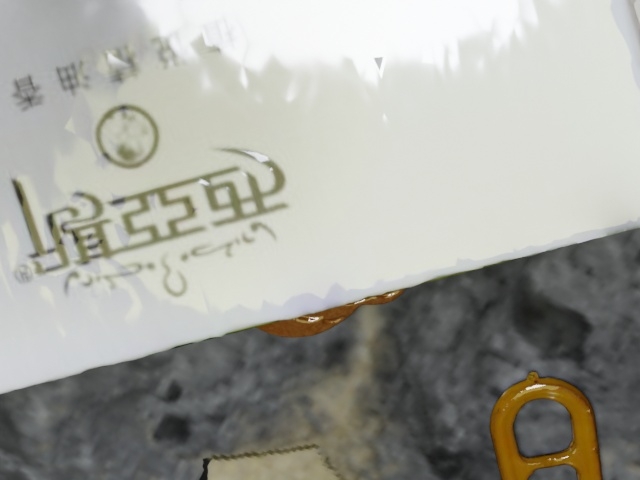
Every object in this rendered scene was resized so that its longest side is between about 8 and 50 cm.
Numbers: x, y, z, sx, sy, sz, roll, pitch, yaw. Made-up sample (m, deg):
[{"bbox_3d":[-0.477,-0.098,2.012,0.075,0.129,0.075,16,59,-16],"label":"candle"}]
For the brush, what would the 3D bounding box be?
[{"bbox_3d":[0.118,0.196,0.623,0.090,0.017,0.314,-11,111,5],"label":"brush"}]

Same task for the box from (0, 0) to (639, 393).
[{"bbox_3d":[-0.036,-0.041,0.429,0.260,0.194,0.111,-17,100,11],"label":"box"}]

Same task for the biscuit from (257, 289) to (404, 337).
[{"bbox_3d":[0.000,0.000,0.546,0.078,0.015,0.091,30,111,-9],"label":"biscuit"}]
